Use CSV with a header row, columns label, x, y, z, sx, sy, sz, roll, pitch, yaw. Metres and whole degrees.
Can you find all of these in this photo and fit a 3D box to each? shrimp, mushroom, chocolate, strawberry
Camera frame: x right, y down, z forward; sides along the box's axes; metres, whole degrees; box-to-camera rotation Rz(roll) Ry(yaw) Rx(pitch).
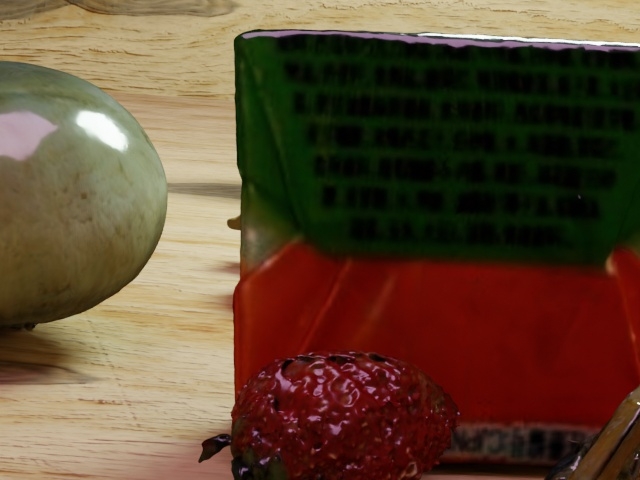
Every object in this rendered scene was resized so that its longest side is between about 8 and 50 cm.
label,x,y,z,sx,sy,sz,roll,pitch,yaw
shrimp,0.202,0.143,1.097,0.058,0.169,0.296,37,22,12
mushroom,-0.326,-0.036,1.548,0.352,0.260,0.352,5,19,-2
chocolate,0.100,0.006,1.310,0.360,0.341,0.161,2,2,-6
strawberry,0.013,0.131,1.157,0.192,0.085,0.140,9,40,-3

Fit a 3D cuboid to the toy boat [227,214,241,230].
label,x,y,z,sx,sy,sz,roll,pitch,yaw
toy boat,0.000,0.000,1.894,0.226,0.088,0.068,10,6,20
